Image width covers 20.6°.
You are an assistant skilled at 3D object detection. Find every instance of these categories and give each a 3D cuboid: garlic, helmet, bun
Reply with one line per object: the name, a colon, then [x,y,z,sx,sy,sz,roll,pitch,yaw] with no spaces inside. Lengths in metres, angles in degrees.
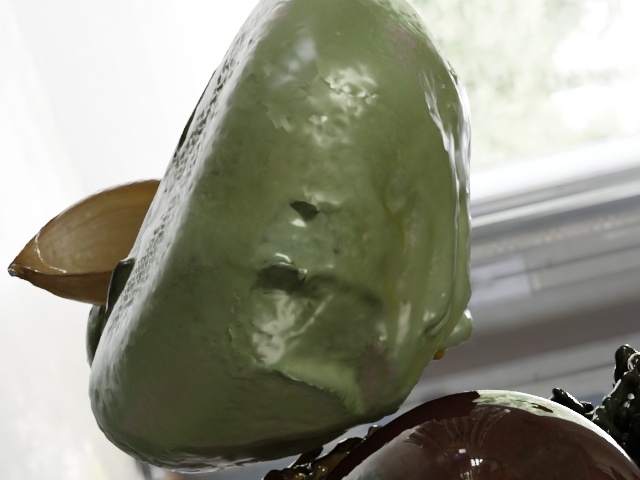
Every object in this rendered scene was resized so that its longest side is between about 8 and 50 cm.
garlic: [-0.189,0.012,1.699,0.128,0.207,0.115,-102,179,-49]
helmet: [0.083,0.120,0.699,0.106,0.175,0.155,-56,-151,35]
bun: [0.000,0.000,0.943,0.283,0.179,0.283,-61,-169,22]

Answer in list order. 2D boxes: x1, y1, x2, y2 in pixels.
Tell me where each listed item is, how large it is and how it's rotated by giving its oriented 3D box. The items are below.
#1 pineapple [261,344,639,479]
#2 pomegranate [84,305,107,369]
pineapple: [0.094,0.169,0.954,0.202,0.362,0.202,56,-16,25]
pomegranate: [-0.139,0.088,1.876,0.211,0.211,0.263,69,34,-52]
